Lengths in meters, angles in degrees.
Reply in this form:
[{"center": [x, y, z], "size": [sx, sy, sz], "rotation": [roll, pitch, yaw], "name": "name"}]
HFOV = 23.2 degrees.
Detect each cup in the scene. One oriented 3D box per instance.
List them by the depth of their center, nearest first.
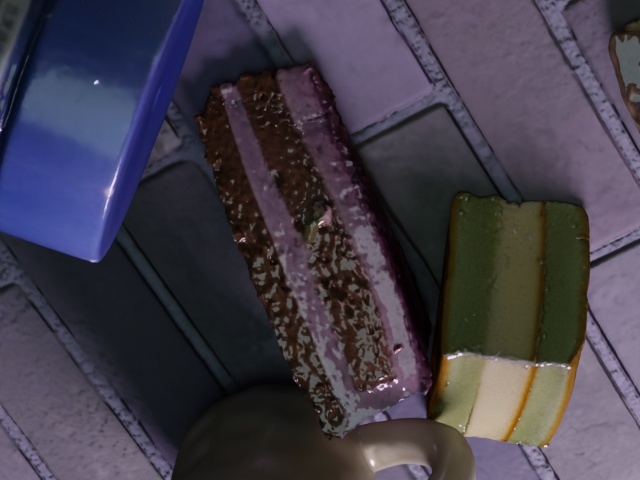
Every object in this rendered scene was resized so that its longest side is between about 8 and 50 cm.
[{"center": [-0.016, 0.205, 1.276], "size": [0.173, 0.202, 0.255], "rotation": [43, 113, -14], "name": "cup"}]

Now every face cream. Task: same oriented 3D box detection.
[{"center": [-0.218, -0.135, 1.112], "size": [0.225, 0.249, 0.249], "rotation": [22, 116, -4], "name": "face cream"}]

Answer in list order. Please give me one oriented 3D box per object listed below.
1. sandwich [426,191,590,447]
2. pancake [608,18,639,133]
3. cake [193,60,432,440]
[{"center": [0.154, 0.072, 1.299], "size": [0.117, 0.144, 0.187], "rotation": [7, 152, 3], "name": "sandwich"}, {"center": [0.357, -0.163, 1.152], "size": [0.286, 0.033, 0.288], "rotation": [-5, 114, 11], "name": "pancake"}, {"center": [0.000, 0.000, 1.254], "size": [0.116, 0.113, 0.295], "rotation": [-20, 99, 13], "name": "cake"}]
